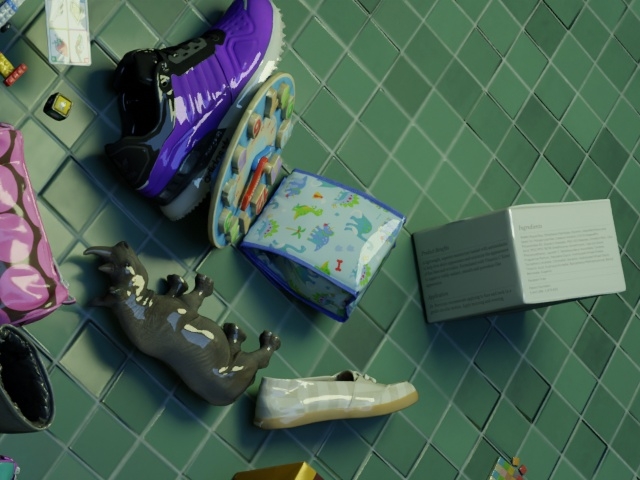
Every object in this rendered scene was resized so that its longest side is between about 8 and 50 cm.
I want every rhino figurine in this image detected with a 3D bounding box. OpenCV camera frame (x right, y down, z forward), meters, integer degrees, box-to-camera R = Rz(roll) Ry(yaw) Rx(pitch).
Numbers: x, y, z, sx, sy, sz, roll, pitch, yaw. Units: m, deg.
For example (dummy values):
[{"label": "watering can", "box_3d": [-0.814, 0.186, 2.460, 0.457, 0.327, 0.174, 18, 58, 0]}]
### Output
[{"label": "rhino figurine", "box_3d": [-0.158, 0.084, 1.656, 0.243, 0.073, 0.106, 41, 56, -21]}]

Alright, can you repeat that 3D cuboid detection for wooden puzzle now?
[{"label": "wooden puzzle", "box_3d": [0.230, 0.304, 1.936, 0.049, 0.006, 0.083, 43, 58, -22]}]

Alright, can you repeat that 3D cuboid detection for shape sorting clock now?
[{"label": "shape sorting clock", "box_3d": [-0.072, -0.086, 1.696, 0.040, 0.206, 0.206, 24, 61, 7]}]

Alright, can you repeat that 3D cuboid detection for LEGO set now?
[{"label": "LEGO set", "box_3d": [-0.304, -0.244, 1.557, 0.182, 0.060, 0.244, -2, 86, -36]}]

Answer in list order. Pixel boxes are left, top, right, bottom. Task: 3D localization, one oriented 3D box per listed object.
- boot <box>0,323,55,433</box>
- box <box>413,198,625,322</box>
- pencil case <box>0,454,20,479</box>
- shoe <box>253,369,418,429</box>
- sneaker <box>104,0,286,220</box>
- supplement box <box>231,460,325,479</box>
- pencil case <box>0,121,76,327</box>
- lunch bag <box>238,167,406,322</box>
[{"label": "boot", "box_3d": [-0.348, 0.106, 1.423, 0.076, 0.208, 0.190, -40, 104, -36]}, {"label": "box", "box_3d": [0.242, 0.025, 1.896, 0.182, 0.181, 0.119, -5, 84, -37]}, {"label": "pencil case", "box_3d": [-0.320, 0.283, 1.496, 0.070, 0.064, 0.152, -6, 83, -9]}, {"label": "shoe", "box_3d": [0.021, 0.175, 1.766, 0.219, 0.076, 0.058, -4, 87, -35]}, {"label": "sneaker", "box_3d": [-0.146, -0.180, 1.704, 0.146, 0.102, 0.293, 35, 61, -24]}, {"label": "supplement box", "box_3d": [-0.029, 0.373, 1.647, 0.194, 0.129, 0.191, 44, 55, -21]}, {"label": "pencil case", "box_3d": [-0.319, -0.018, 1.549, 0.098, 0.095, 0.209, -16, 92, -3]}, {"label": "lunch bag", "box_3d": [0.000, 0.000, 1.780, 0.151, 0.096, 0.129, 30, 59, 5]}]
